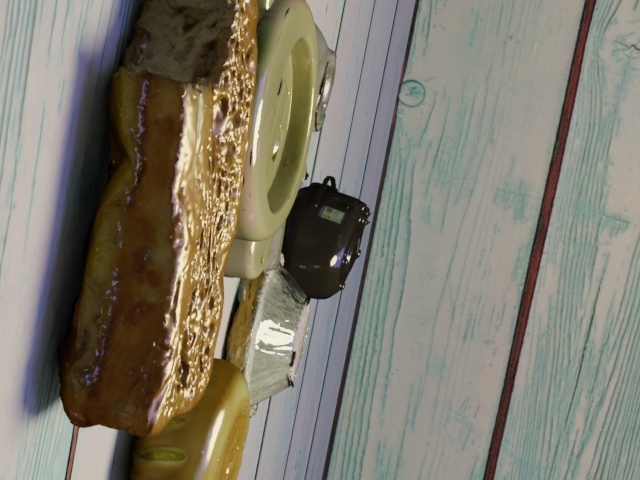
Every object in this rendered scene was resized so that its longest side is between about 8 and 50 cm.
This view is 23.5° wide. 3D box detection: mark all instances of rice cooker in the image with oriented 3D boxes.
[{"bbox_3d":[0.000,-0.001,2.314,0.142,0.118,0.203,94,14,-48],"label":"rice cooker"}]

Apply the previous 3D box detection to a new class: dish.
[{"bbox_3d":[-0.031,-0.193,1.917,0.246,0.078,0.224,-38,140,-79],"label":"dish"}]

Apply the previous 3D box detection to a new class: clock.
[{"bbox_3d":[-0.081,-0.127,1.522,0.309,0.114,0.284,74,31,-71],"label":"clock"}]

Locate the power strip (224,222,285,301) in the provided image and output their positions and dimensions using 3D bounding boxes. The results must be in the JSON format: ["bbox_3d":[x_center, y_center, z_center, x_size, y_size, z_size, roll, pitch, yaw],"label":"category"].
[{"bbox_3d":[-0.075,-0.049,1.836,0.092,0.034,0.268,-12,118,-46],"label":"power strip"}]

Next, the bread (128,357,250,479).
[{"bbox_3d":[-0.143,0.226,1.618,0.213,0.104,0.213,16,90,-83],"label":"bread"}]

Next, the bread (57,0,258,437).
[{"bbox_3d":[-0.135,-0.035,1.256,0.185,0.109,0.380,-14,114,-73],"label":"bread"}]

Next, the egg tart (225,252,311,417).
[{"bbox_3d":[-0.067,0.131,2.115,0.234,0.094,0.234,10,90,-84],"label":"egg tart"}]

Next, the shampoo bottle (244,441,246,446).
[{"bbox_3d":[-0.144,0.309,1.955,0.195,0.056,0.056,-66,166,-56],"label":"shampoo bottle"}]
